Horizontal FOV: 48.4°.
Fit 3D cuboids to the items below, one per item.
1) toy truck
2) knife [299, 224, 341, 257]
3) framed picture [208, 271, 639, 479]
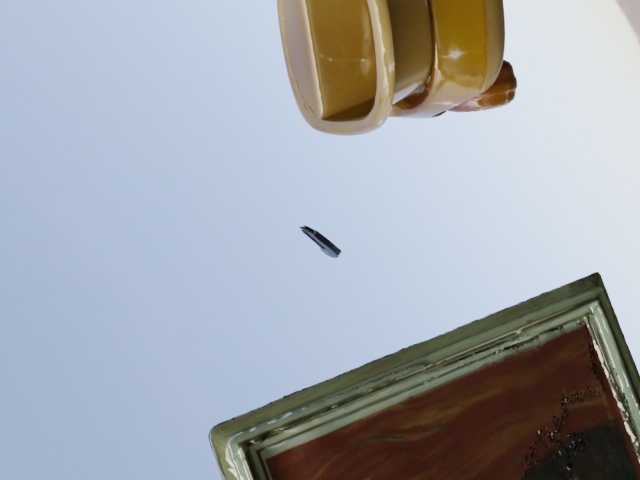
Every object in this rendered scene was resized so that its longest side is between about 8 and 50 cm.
[{"bbox_3d":[0.082,-0.226,0.759,0.211,0.288,0.204,-15,-72,-19],"label":"toy truck"},{"bbox_3d":[0.000,0.000,1.132,0.018,0.031,0.121,-60,-37,-9],"label":"knife"},{"bbox_3d":[0.093,0.175,0.327,0.216,0.016,0.273,-20,-93,-13],"label":"framed picture"}]
